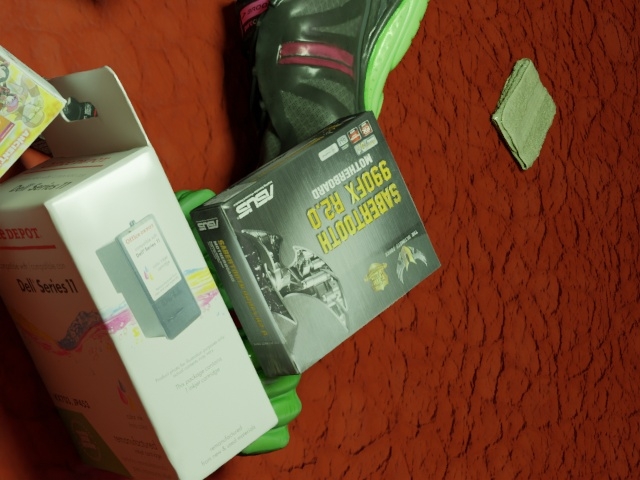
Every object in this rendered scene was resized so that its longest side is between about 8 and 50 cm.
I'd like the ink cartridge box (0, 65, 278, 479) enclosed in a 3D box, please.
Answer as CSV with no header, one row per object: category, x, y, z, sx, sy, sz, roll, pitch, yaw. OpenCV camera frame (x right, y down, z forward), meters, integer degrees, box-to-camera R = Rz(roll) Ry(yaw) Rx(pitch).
ink cartridge box,-0.199,0.035,1.333,0.119,0.207,0.353,-32,107,-31

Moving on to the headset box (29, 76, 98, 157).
headset box,-0.258,-0.116,1.449,0.083,0.032,0.062,24,63,-45

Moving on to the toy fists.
toy fists,-0.106,0.085,1.499,0.096,0.142,0.279,-20,96,-51

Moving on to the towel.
towel,0.296,-0.183,2.156,0.110,0.027,0.148,54,45,-29

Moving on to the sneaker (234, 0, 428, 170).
sneaker,-0.027,-0.182,1.675,0.202,0.185,0.483,31,55,-18

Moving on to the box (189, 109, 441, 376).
box,0.000,0.000,1.476,0.231,0.056,0.183,-34,105,-39

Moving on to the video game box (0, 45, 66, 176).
video game box,-0.345,-0.097,1.228,0.205,0.048,0.187,-46,127,4
